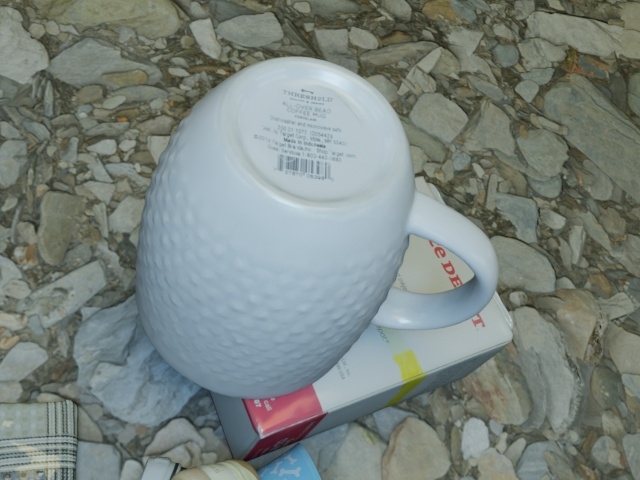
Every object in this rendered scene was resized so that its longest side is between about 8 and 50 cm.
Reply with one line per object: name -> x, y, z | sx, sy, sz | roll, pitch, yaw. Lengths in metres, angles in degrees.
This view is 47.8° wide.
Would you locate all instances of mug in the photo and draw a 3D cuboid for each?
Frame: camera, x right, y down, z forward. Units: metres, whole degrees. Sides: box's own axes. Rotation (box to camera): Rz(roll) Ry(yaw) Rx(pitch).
mug -> 0.000, 0.000, 0.751 | 0.373, 0.328, 0.276 | 20, 58, -5

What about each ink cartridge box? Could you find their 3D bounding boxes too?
ink cartridge box -> 0.026, 0.098, 0.996 | 0.384, 0.160, 0.279 | -14, 65, -24

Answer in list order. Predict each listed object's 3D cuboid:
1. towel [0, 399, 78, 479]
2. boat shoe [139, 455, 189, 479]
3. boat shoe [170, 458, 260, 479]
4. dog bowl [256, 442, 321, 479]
towel -> -0.436, 0.313, 0.772 | 0.324, 0.056, 0.312 | 4, 59, -16
boat shoe -> -0.186, 0.396, 0.765 | 0.119, 0.121, 0.335 | 18, 54, -3
boat shoe -> -0.093, 0.381, 0.732 | 0.098, 0.109, 0.303 | 9, 62, -51
dog bowl -> -0.006, 0.385, 0.818 | 0.074, 0.166, 0.297 | -17, 66, -14
